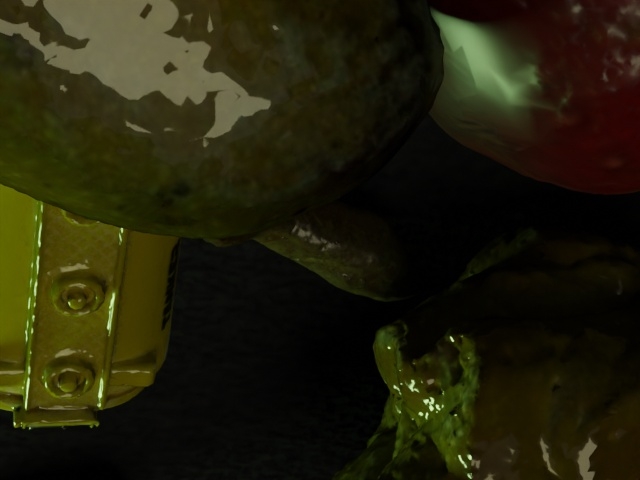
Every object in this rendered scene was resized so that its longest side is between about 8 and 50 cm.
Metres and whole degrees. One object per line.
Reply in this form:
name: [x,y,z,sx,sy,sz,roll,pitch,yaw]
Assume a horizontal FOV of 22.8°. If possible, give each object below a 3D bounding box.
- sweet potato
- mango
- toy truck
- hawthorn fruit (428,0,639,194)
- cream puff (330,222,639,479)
sweet potato: [-0.004,-0.004,0.670,0.153,0.041,0.038,17,110,-45]
mango: [-0.093,-0.144,0.387,0.176,0.175,0.329,-8,118,26]
toy truck: [-0.086,-0.043,0.560,0.098,0.114,0.227,0,133,-16]
hawthorn fruit: [0.093,-0.116,0.486,0.250,0.215,0.215,-30,134,16]
cream puff: [0.106,0.116,0.711,0.244,0.196,0.244,-10,136,-10]
